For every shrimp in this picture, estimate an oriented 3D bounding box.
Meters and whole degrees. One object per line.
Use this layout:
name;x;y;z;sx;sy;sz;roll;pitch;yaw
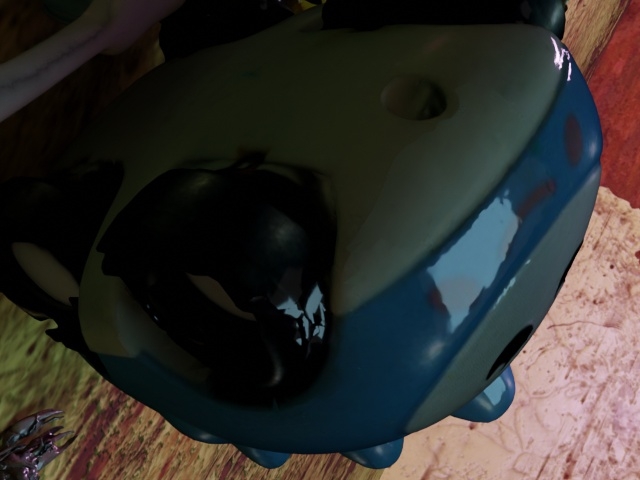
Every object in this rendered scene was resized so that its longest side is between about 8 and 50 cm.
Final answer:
shrimp;-0.149;0.111;0.659;0.092;0.029;0.038;-57;158;-52

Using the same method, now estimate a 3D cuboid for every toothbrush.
toothbrush;-0.150;-0.012;0.375;0.418;0.040;0.042;-49;162;-50

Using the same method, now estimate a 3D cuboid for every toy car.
toy car;0.000;0.000;0.530;0.190;0.255;0.188;51;60;-25

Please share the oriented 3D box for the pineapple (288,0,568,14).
pineapple;0.052;-0.167;0.767;0.250;0.140;0.164;-44;-149;39
